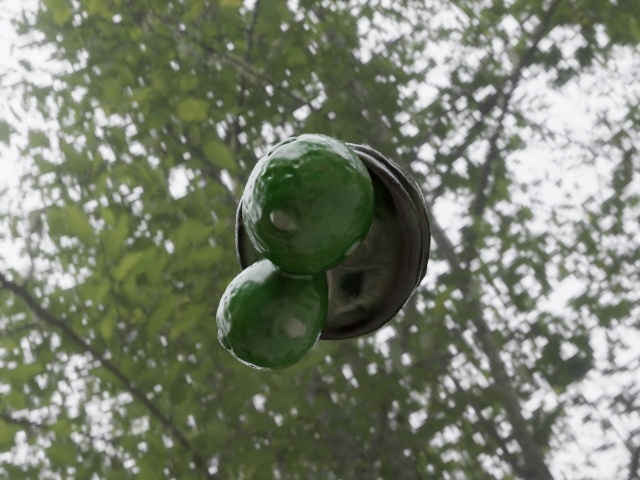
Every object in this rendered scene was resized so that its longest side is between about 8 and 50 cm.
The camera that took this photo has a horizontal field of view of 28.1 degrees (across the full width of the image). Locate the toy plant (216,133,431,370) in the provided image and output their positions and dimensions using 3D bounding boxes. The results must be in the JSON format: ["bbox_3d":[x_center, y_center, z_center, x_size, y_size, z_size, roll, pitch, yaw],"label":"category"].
[{"bbox_3d":[0.000,0.000,1.090,0.235,0.175,0.218,-32,-33,-60],"label":"toy plant"}]
